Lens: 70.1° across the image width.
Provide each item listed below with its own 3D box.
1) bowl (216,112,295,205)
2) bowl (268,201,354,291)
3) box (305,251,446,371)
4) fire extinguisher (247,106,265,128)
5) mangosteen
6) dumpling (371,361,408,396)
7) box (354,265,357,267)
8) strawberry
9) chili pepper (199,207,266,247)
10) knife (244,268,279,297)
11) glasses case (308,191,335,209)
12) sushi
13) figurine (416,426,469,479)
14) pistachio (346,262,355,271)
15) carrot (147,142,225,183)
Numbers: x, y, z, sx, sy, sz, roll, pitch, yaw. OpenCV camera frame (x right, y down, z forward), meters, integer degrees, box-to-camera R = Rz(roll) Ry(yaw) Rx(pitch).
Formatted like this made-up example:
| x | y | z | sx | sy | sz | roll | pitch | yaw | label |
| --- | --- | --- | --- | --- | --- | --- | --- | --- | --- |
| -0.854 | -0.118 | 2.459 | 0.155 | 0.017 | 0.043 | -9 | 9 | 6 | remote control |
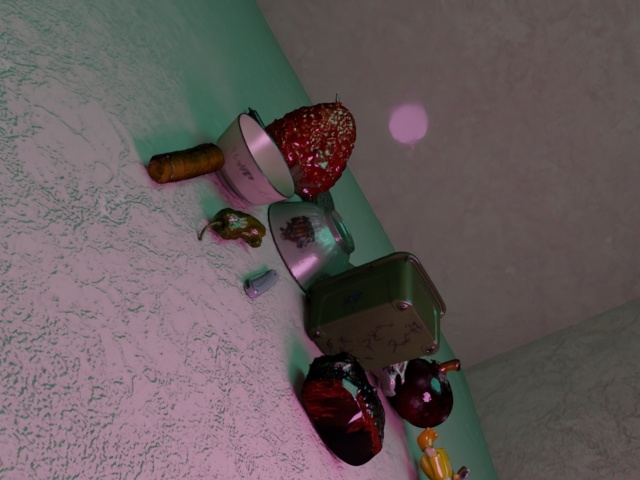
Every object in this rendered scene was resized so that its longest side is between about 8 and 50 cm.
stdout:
| x | y | z | sx | sy | sz | roll | pitch | yaw | label |
| --- | --- | --- | --- | --- | --- | --- | --- | --- | --- |
| -0.178 | -0.184 | 1.136 | 0.238 | 0.126 | 0.238 | 56 | 15 | -24 | bowl |
| 0.000 | 0.000 | 1.362 | 0.337 | 0.157 | 0.337 | 55 | 16 | -24 | bowl |
| 0.137 | 0.205 | 1.172 | 0.253 | 0.328 | 0.178 | 52 | 29 | -28 | box |
| -0.219 | -0.405 | 1.576 | 0.132 | 0.039 | 0.056 | 61 | 5 | -7 | fire extinguisher |
| 0.340 | 0.462 | 1.466 | 0.235 | 0.261 | 0.235 | 48 | -1 | 1 | mangosteen |
| 0.181 | 0.342 | 1.424 | 0.163 | 0.204 | 0.293 | 17 | 49 | -23 | dumpling |
| 0.114 | 0.151 | 1.676 | 0.111 | 0.060 | 0.156 | 67 | 16 | 11 | box |
| -0.026 | -0.314 | 1.426 | 0.292 | 0.343 | 0.292 | 34 | -9 | 6 | strawberry |
| -0.179 | -0.032 | 0.964 | 0.073 | 0.072 | 0.204 | 68 | 15 | 15 | chili pepper |
| -0.129 | 0.091 | 1.015 | 0.044 | 0.023 | 0.162 | 58 | 15 | -1 | knife |
| 0.000 | -0.134 | 1.738 | 0.137 | 0.085 | 0.355 | 53 | 17 | -28 | glasses case |
| 0.054 | 0.348 | 0.961 | 0.225 | 0.136 | 0.126 | 64 | 22 | -11 | sushi |
| 0.365 | 0.722 | 1.284 | 0.215 | 0.187 | 0.344 | 45 | 15 | -24 | figurine |
| 0.102 | 0.157 | 1.486 | 0.206 | 0.131 | 0.129 | -105 | -156 | -44 | pistachio |
| -0.263 | -0.158 | 0.924 | 0.070 | 0.070 | 0.260 | 60 | 17 | -9 | carrot |
